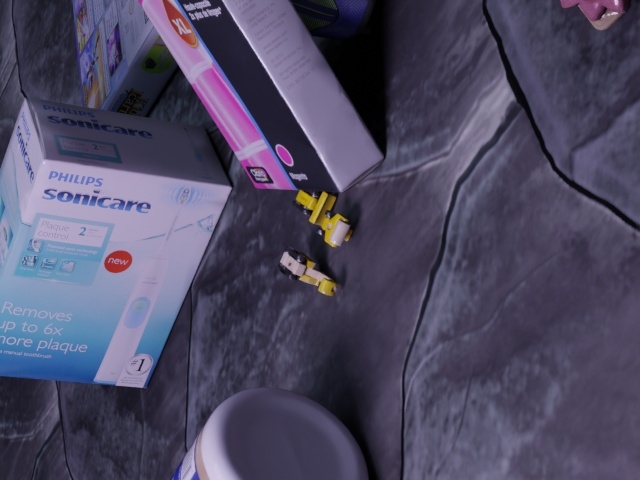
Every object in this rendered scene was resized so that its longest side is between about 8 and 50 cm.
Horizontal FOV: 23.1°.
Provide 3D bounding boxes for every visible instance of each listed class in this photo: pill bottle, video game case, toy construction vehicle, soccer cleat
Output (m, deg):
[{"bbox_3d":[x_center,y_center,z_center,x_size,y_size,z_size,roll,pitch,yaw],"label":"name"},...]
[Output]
[{"bbox_3d":[-0.077,0.264,1.388,0.265,0.153,0.153,-58,36,39],"label":"pill bottle"},{"bbox_3d":[-0.230,-0.296,1.925,0.244,0.061,0.270,-48,42,45],"label":"video game case"},{"bbox_3d":[0.000,0.000,1.447,0.098,0.035,0.086,32,100,58],"label":"toy construction vehicle"},{"bbox_3d":[-0.033,-0.286,1.482,0.093,0.121,0.289,-66,31,28],"label":"soccer cleat"}]

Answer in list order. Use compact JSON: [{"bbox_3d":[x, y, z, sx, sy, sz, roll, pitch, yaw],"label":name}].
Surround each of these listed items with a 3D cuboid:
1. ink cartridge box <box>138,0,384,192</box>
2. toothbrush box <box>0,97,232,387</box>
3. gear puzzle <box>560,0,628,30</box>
[{"bbox_3d":[-0.092,-0.209,1.396,0.371,0.069,0.175,60,158,-17],"label":"ink cartridge box"},{"bbox_3d":[-0.255,0.008,1.728,0.296,0.216,0.126,-64,33,28],"label":"toothbrush box"},{"bbox_3d":[0.137,-0.318,1.085,0.339,0.044,0.175,56,139,12],"label":"gear puzzle"}]
